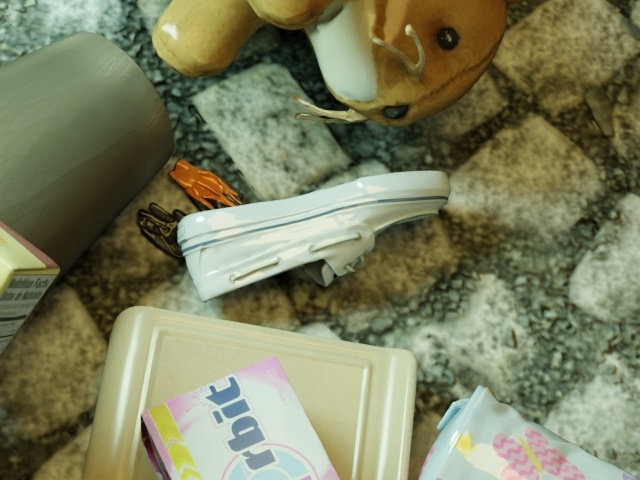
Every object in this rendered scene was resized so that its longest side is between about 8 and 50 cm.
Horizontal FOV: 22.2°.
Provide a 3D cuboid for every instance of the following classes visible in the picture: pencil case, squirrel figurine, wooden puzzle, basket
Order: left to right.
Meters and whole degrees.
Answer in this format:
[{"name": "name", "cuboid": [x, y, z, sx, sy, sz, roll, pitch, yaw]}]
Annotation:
[{"name": "basket", "cuboid": [-0.234, -0.048, 1.242, 0.204, 0.154, 0.227, 45, 60, 10]}, {"name": "wooden puzzle", "cuboid": [-0.055, 0.168, 1.219, 0.238, 0.044, 0.221, 8, 61, -1]}, {"name": "squirrel figurine", "cuboid": [-0.001, -0.284, 1.317, 0.370, 0.281, 0.397, 31, 45, -18]}, {"name": "pencil case", "cuboid": [0.201, 0.214, 1.196, 0.273, 0.113, 0.124, 28, 46, 5]}]

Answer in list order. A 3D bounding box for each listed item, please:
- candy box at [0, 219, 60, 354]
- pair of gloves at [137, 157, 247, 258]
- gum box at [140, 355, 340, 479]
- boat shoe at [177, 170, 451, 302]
[{"name": "candy box", "cuboid": [-0.342, 0.090, 1.088, 0.183, 0.087, 0.316, 37, 98, 9]}, {"name": "pair of gloves", "cuboid": [-0.104, -0.022, 1.327, 0.074, 0.010, 0.083, 32, 64, 6]}, {"name": "gum box", "cuboid": [-0.040, 0.190, 1.147, 0.107, 0.062, 0.188, -22, 66, -16]}, {"name": "boat shoe", "cuboid": [0.000, 0.000, 1.306, 0.226, 0.083, 0.076, -12, 84, -9]}]
